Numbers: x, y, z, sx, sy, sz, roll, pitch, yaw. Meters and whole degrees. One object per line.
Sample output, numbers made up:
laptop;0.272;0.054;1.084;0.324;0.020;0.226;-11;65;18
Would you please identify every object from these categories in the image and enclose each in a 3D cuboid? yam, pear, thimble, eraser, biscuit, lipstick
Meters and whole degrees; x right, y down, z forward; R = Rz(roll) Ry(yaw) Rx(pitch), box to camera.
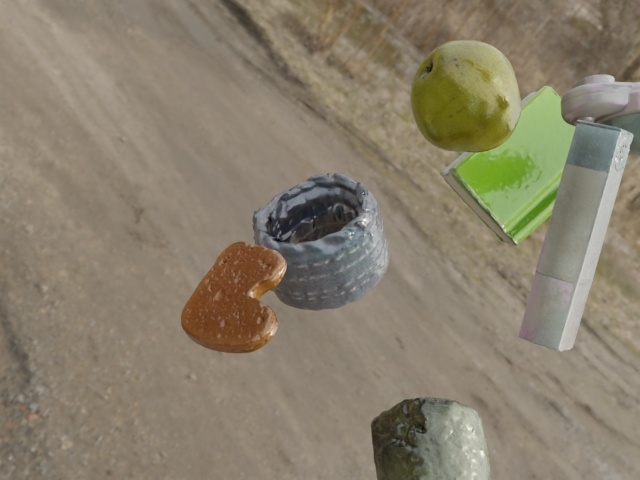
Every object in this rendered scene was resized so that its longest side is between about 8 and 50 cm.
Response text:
yam;0.194;0.418;1.555;0.195;0.195;0.300;11;66;-48
pear;0.250;-0.248;1.599;0.198;0.198;0.198;32;24;-16
thimble;0.000;0.000;1.664;0.205;0.236;0.172;-96;170;-47
eraser;0.403;-0.144;1.826;0.210;0.274;0.092;48;-11;-6
biscuit;-0.116;0.088;1.411;0.192;0.186;0.036;-58;134;-28
lipstick;0.359;-0.005;1.302;0.068;0.317;0.066;18;9;32

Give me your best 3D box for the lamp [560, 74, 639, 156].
lamp;0.503;-0.193;1.474;0.246;0.179;0.107;7;76;-10
